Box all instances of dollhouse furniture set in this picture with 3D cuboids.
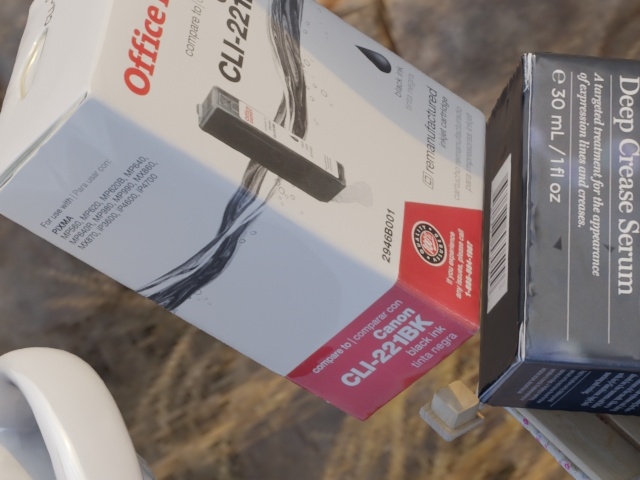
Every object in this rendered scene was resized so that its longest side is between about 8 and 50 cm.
[{"bbox_3d":[0.316,0.238,1.950,0.303,0.355,0.174,44,141,32],"label":"dollhouse furniture set"}]

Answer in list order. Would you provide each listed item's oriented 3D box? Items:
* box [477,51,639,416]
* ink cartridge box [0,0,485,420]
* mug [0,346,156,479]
[{"bbox_3d":[0.361,0.008,1.836,0.212,0.395,0.293,112,161,-73],"label":"box"},{"bbox_3d":[-0.042,-0.051,1.146,0.273,0.197,0.114,31,130,-22],"label":"ink cartridge box"},{"bbox_3d":[-0.171,0.219,1.102,0.374,0.276,0.328,117,143,-45],"label":"mug"}]
